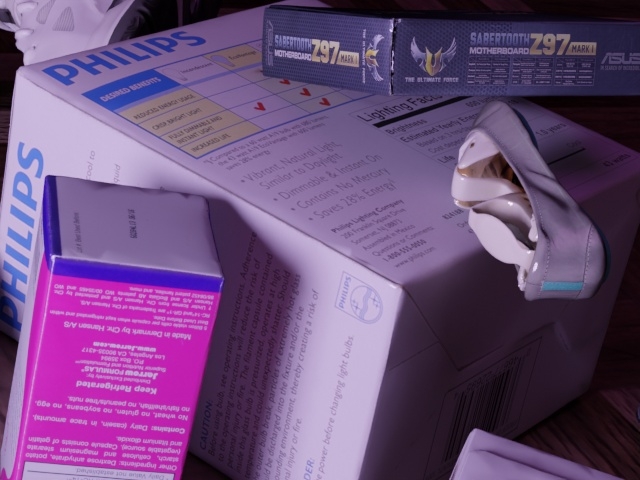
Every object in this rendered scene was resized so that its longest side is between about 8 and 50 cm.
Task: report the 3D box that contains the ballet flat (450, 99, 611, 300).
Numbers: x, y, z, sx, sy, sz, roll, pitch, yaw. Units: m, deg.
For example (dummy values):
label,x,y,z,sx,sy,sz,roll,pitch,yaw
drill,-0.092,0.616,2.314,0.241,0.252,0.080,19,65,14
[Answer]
label,x,y,z,sx,sy,sz,roll,pitch,yaw
ballet flat,0.123,-0.032,1.232,0.068,0.072,0.213,-6,34,-15

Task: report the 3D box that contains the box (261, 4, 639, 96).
label,x,y,z,sx,sy,sz,roll,pitch,yaw
box,0.100,-0.140,1.364,0.232,0.059,0.183,-3,11,-30

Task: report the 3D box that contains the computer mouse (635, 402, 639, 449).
label,x,y,z,sx,sy,sz,roll,pitch,yaw
computer mouse,0.346,0.171,1.461,0.193,0.042,0.106,14,26,0

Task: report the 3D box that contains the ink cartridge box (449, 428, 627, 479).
label,x,y,z,sx,sy,sz,roll,pitch,yaw
ink cartridge box,0.115,0.228,1.091,0.128,0.176,0.127,18,27,8

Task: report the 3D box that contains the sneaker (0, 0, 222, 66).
label,x,y,z,sx,sy,sz,roll,pitch,yaw
sneaker,-0.242,-0.181,1.665,0.257,0.169,0.447,1,47,16

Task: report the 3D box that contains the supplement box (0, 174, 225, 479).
label,x,y,z,sx,sy,sz,roll,pitch,yaw
supplement box,-0.140,0.085,1.202,0.114,0.220,0.111,8,28,-14

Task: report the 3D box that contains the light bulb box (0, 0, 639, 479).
label,x,y,z,sx,sy,sz,roll,pitch,yaw
light bulb box,0.000,0.000,1.426,0.361,0.225,0.358,29,31,29
